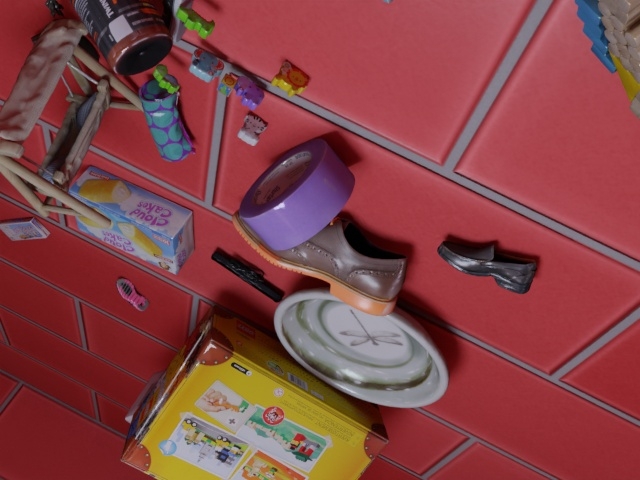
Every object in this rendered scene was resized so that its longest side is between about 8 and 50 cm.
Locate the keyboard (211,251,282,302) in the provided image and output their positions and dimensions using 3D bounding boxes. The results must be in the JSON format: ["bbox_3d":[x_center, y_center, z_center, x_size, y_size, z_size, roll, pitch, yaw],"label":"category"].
[{"bbox_3d":[-0.161,0.077,1.562,0.192,0.038,0.100,34,168,-9],"label":"keyboard"}]

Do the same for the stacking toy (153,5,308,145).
[{"bbox_3d":[-0.149,-0.261,1.089,0.221,0.052,0.167,31,144,-14],"label":"stacking toy"}]

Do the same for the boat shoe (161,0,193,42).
[{"bbox_3d":[-0.221,-0.359,1.034,0.040,0.049,0.142,32,147,-4],"label":"boat shoe"}]

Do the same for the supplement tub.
[{"bbox_3d":[-0.312,-0.354,1.016,0.198,0.106,0.106,58,143,4],"label":"supplement tub"}]

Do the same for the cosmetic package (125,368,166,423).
[{"bbox_3d":[-0.283,0.539,1.886,0.453,0.161,0.230,42,142,-17],"label":"cosmetic package"}]

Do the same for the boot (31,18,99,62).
[{"bbox_3d":[-0.466,-0.344,1.238,0.114,0.037,0.106,-11,130,47],"label":"boot"}]

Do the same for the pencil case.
[{"bbox_3d":[-0.277,-0.217,1.236,0.070,0.064,0.152,-4,140,3],"label":"pencil case"}]

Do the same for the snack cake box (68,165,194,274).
[{"bbox_3d":[-0.419,-0.044,1.530,0.264,0.089,0.152,24,144,8],"label":"snack cake box"}]

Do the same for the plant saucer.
[{"bbox_3d":[0.096,0.212,1.480,0.400,0.100,0.400,18,144,14],"label":"plant saucer"}]

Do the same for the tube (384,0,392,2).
[{"bbox_3d":[0.010,-0.371,0.866,0.207,0.052,0.080,30,136,10],"label":"tube"}]

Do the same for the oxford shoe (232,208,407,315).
[{"bbox_3d":[0.000,0.000,1.300,0.363,0.130,0.133,27,114,13],"label":"oxford shoe"}]

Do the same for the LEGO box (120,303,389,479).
[{"bbox_3d":[-0.150,0.451,1.630,0.500,0.193,0.372,34,103,-15],"label":"LEGO box"}]

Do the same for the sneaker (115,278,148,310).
[{"bbox_3d":[-0.534,0.151,1.897,0.057,0.047,0.119,7,140,46],"label":"sneaker"}]

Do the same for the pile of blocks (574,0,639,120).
[{"bbox_3d":[0.339,-0.280,0.719,0.112,0.149,0.362,-37,129,7],"label":"pile of blocks"}]

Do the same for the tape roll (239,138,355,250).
[{"bbox_3d":[-0.040,-0.078,1.136,0.189,0.189,0.080,-16,125,46],"label":"tape roll"}]

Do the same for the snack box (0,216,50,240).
[{"bbox_3d":[-0.824,-0.031,1.885,0.178,0.022,0.064,-3,133,37],"label":"snack box"}]

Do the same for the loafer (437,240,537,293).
[{"bbox_3d":[0.286,0.030,1.168,0.170,0.062,0.061,20,122,8],"label":"loafer"}]

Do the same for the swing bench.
[{"bbox_3d":[-0.443,-0.197,1.165,0.165,0.253,0.255,9,156,25],"label":"swing bench"}]

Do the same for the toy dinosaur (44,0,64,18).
[{"bbox_3d":[-0.434,-0.427,1.089,0.118,0.064,0.268,-30,115,35],"label":"toy dinosaur"}]
